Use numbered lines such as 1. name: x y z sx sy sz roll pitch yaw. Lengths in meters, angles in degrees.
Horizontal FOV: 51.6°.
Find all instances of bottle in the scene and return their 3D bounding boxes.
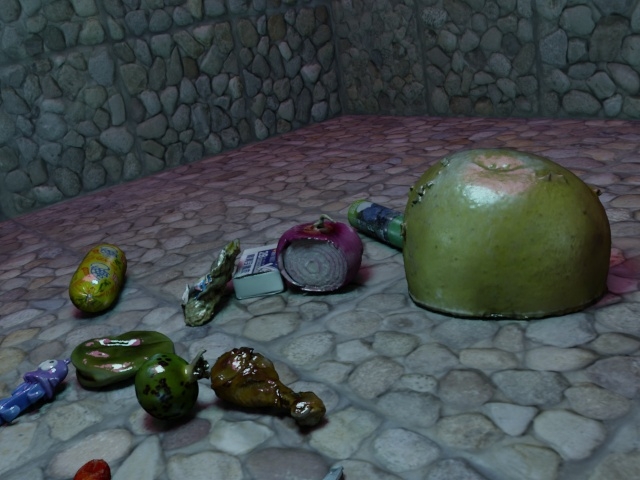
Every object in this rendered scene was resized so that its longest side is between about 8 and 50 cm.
1. bottle: 0.189 -0.040 1.826 0.093 0.093 0.330 -18 21 -21

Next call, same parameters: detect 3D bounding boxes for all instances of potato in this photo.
1. potato: 0.389 -0.047 1.426 0.442 0.319 0.385 4 25 29

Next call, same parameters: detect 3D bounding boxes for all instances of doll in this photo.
1. doll: -0.578 0.300 1.316 0.110 0.067 0.206 -6 28 40

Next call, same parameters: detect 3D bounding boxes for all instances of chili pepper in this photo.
1. chili pepper: -0.353 0.377 1.001 0.059 0.050 0.191 -15 8 -5

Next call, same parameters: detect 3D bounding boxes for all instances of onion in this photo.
1. onion: 0.003 0.029 1.622 0.207 0.200 0.200 -27 14 19

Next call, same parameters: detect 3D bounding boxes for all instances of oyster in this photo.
1. oyster: -0.260 0.094 1.622 0.223 0.083 0.214 -53 12 4

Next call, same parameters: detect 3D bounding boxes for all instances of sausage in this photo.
1. sausage: -0.601 0.098 1.799 0.123 0.123 0.347 -12 19 -5

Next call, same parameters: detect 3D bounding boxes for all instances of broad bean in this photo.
1. broad bean: -0.411 0.242 1.377 0.207 0.072 0.153 -12 32 -9

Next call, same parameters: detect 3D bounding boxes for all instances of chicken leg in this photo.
1. chicken leg: -0.094 0.262 1.159 0.252 0.087 0.107 16 53 40

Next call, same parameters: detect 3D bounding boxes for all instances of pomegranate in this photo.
1. pomegranate: -0.257 0.250 1.181 0.161 0.122 0.122 -33 18 8

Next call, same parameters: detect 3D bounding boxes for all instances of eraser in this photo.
1. eraser: -0.150 0.073 1.720 0.125 0.068 0.210 -12 19 6

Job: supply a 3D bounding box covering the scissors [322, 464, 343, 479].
1. scissors: -0.050 0.397 0.821 0.191 0.029 0.360 5 22 27
